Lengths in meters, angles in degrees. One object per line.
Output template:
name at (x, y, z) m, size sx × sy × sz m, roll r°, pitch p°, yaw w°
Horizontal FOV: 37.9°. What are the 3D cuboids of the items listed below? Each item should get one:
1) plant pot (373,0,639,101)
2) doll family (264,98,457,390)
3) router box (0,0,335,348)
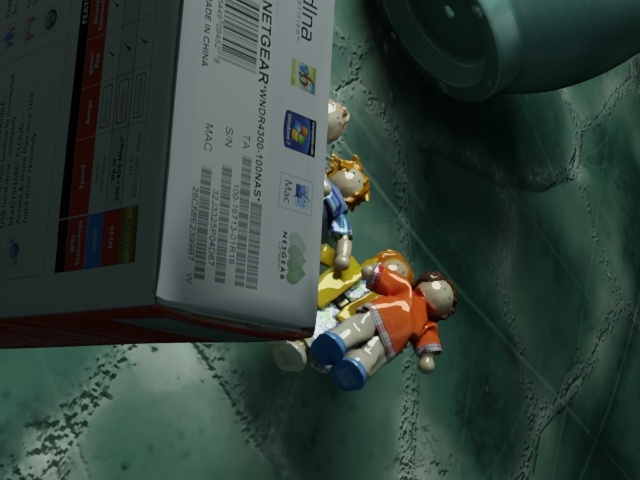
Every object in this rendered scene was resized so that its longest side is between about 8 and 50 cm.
plant pot at (0.171, -0.253, 0.869) m, size 0.196 × 0.293 × 0.293 m, roll -39°, pitch 116°, yaw -16°
doll family at (0.000, 0.000, 0.753) m, size 0.163 × 0.118 × 0.263 m, roll -30°, pitch 89°, yaw -41°
router box at (-0.129, -0.119, 0.453) m, size 0.082 × 0.301 × 0.335 m, roll 16°, pitch 73°, yaw -47°
